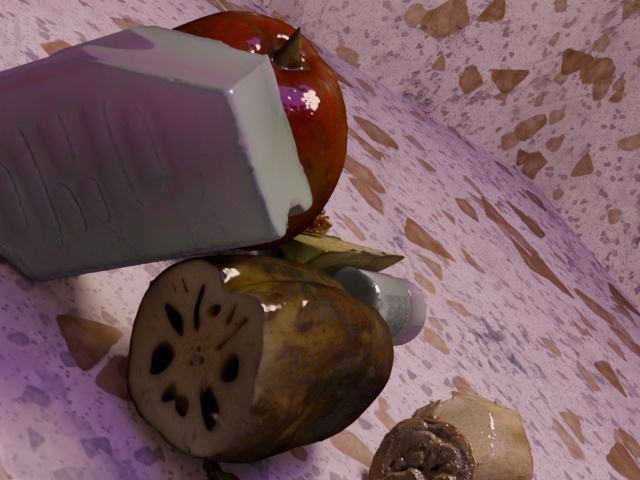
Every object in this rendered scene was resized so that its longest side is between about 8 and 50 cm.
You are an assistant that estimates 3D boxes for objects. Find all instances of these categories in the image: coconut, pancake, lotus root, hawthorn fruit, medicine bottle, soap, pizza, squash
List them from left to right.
[{"bbox_3d":[-0.260,-0.101,1.050,0.156,0.446,0.261,-53,131,-60],"label":"soap"},{"bbox_3d":[-0.136,-0.194,1.410,0.403,0.403,0.403,35,22,-16],"label":"hawthorn fruit"},{"bbox_3d":[-0.054,0.143,1.102,0.346,0.250,0.250,7,39,-51],"label":"lotus root"},{"bbox_3d":[-0.058,-0.060,1.628,0.194,0.069,0.154,15,6,27],"label":"pizza"},{"bbox_3d":[0.000,0.000,1.592,0.237,0.204,0.155,9,58,-48],"label":"squash"},{"bbox_3d":[0.095,0.119,1.540,0.168,0.135,0.135,9,38,-53],"label":"medicine bottle"},{"bbox_3d":[0.141,0.320,1.214,0.158,0.158,0.028,58,2,36],"label":"pancake"},{"bbox_3d":[0.228,0.325,1.314,0.194,0.194,0.194,35,22,-16],"label":"coconut"}]

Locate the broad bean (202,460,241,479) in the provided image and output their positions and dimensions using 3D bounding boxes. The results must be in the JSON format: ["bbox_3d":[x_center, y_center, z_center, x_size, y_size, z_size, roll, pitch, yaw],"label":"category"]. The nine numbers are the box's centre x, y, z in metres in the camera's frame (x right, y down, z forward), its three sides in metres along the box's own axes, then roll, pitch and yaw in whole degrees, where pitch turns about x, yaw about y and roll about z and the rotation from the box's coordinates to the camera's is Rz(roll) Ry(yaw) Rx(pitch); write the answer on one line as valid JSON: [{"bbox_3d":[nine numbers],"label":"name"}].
[{"bbox_3d":[-0.023,0.353,1.011,0.297,0.043,0.060,38,12,-5],"label":"broad bean"}]
